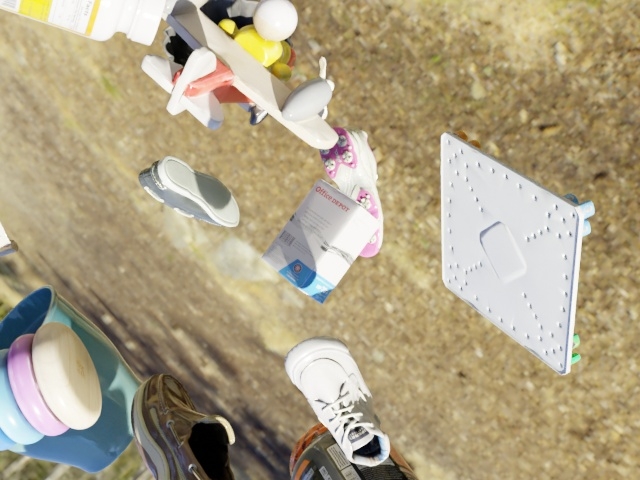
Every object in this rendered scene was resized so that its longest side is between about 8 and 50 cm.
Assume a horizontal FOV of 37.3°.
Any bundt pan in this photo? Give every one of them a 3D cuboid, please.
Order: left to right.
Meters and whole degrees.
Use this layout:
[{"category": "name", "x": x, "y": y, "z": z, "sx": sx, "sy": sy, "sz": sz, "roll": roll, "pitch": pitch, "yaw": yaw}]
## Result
[{"category": "bundt pan", "x": -0.233, "y": -0.471, "z": 2.417, "sx": 0.330, "sy": 0.330, "sz": 0.124, "roll": 38, "pitch": 149, "yaw": 25}]

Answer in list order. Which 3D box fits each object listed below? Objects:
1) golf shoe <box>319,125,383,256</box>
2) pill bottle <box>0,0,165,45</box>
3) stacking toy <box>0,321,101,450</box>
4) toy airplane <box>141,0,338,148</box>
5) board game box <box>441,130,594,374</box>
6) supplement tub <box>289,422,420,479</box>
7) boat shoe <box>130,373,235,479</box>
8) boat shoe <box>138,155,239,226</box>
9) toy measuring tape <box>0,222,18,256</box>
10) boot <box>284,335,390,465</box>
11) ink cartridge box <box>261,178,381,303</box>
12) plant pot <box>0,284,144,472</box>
[{"category": "golf shoe", "x": 0.096, "y": -0.118, "z": 2.170, "sx": 0.115, "sy": 0.140, "sz": 0.306, "roll": -8, "pitch": 100, "yaw": 33}, {"category": "pill bottle", "x": -0.343, "y": -0.362, "z": 1.330, "sx": 0.245, "sy": 0.137, "sz": 0.136, "roll": 16, "pitch": 169, "yaw": -17}, {"category": "stacking toy", "x": -0.454, "y": 0.222, "z": 1.198, "sx": 0.141, "sy": 0.330, "sz": 0.141, "roll": -21, "pitch": -90, "yaw": -87}, {"category": "toy airplane", "x": -0.155, "y": -0.358, "z": 1.825, "sx": 0.386, "sy": 0.272, "sz": 0.384, "roll": 26, "pitch": -156, "yaw": -34}, {"category": "board game box", "x": 0.380, "y": 0.015, "z": 1.888, "sx": 0.390, "sy": 0.050, "sz": 0.390, "roll": 39, "pitch": 144, "yaw": 46}, {"category": "supplement tub", "x": 0.074, "y": 0.446, "z": 1.560, "sx": 0.207, "sy": 0.207, "sz": 0.338, "roll": 57, "pitch": 174, "yaw": -26}, {"category": "boat shoe", "x": -0.128, "y": 0.220, "z": 0.996, "sx": 0.095, "sy": 0.095, "sz": 0.257, "roll": 40, "pitch": -167, "yaw": -37}, {"category": "boat shoe", "x": -0.313, "y": -0.111, "z": 2.293, "sx": 0.091, "sy": 0.114, "sz": 0.302, "roll": -18, "pitch": 144, "yaw": 28}, {"category": "toy measuring tape", "x": -0.599, "y": -0.137, "z": 1.648, "sx": 0.121, "sy": 0.121, "sz": 0.330, "roll": 17, "pitch": 134, "yaw": 56}, {"category": "boot", "x": 0.038, "y": 0.237, "z": 1.357, "sx": 0.123, "sy": 0.095, "sz": 0.258, "roll": 60, "pitch": -175, "yaw": 36}, {"category": "ink cartridge box", "x": 0.000, "y": 0.000, "z": 1.770, "sx": 0.082, "sy": 0.191, "sz": 0.139, "roll": 38, "pitch": 179, "yaw": -43}, {"category": "plant pot", "x": -0.444, "y": 0.260, "z": 1.620, "sx": 0.255, "sy": 0.272, "sz": 0.271, "roll": 41, "pitch": 165, "yaw": -25}]
